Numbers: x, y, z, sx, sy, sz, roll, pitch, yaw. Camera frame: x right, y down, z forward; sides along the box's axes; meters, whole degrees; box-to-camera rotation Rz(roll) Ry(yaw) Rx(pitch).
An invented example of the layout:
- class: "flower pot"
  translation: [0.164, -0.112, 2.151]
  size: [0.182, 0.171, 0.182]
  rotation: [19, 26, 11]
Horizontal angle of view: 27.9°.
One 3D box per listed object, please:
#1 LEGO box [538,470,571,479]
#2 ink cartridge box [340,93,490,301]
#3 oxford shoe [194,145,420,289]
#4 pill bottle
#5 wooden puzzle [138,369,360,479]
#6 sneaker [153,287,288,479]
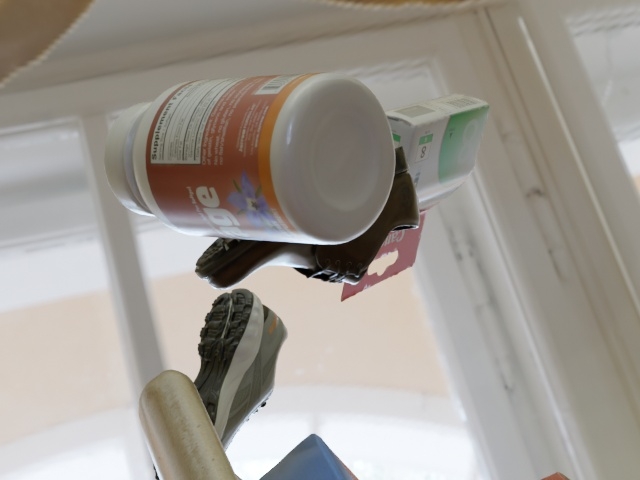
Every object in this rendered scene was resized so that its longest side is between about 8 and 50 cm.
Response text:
- class: "LEGO box"
  translation: [0.095, 0.493, 1.064]
  size: [0.372, 0.193, 0.500]
  rotation: [-18, -55, -23]
- class: "ink cartridge box"
  translation: [0.107, -0.045, 1.451]
  size: [0.181, 0.056, 0.225]
  rotation: [-22, -53, -54]
- class: "oxford shoe"
  translation: [0.000, 0.000, 1.081]
  size: [0.227, 0.096, 0.083]
  rotation: [-24, 4, -29]
- class: "pill bottle"
  translation: [-0.060, -0.061, 0.964]
  size: [0.216, 0.121, 0.121]
  rotation: [3, -6, 43]
- class: "wooden puzzle"
  translation: [0.081, 0.219, 0.490]
  size: [0.080, 0.322, 0.348]
  rotation: [-39, -60, 0]
- class: "sneaker"
  translation: [-0.112, 0.199, 1.565]
  size: [0.100, 0.272, 0.108]
  rotation: [7, -22, 48]
